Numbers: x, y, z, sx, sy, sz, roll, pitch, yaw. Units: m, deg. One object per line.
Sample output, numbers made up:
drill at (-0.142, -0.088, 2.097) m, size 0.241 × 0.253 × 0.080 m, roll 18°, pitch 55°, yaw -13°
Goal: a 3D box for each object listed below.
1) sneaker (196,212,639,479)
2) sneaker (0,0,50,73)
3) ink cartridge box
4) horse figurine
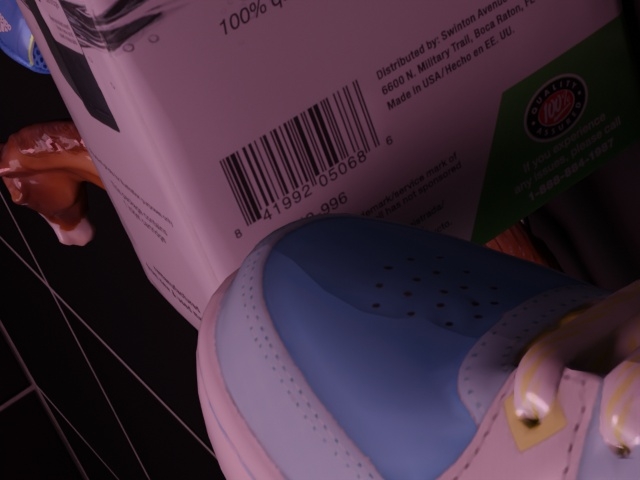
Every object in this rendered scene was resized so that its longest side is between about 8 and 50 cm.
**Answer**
sneaker at (0.108, 0.022, 0.299) m, size 0.319 × 0.127 × 0.208 m, roll 26°, pitch 135°, yaw 26°
sneaker at (-0.063, -0.117, 0.577) m, size 0.091 × 0.126 × 0.240 m, roll 49°, pitch 162°, yaw 23°
ink cartridge box at (-0.008, -0.090, 0.436) m, size 0.087 × 0.153 × 0.208 m, roll 36°, pitch 153°, yaw 52°
horse figurine at (0.000, 0.000, 0.607) m, size 0.263 × 0.066 × 0.174 m, roll -1°, pitch 138°, yaw 50°
